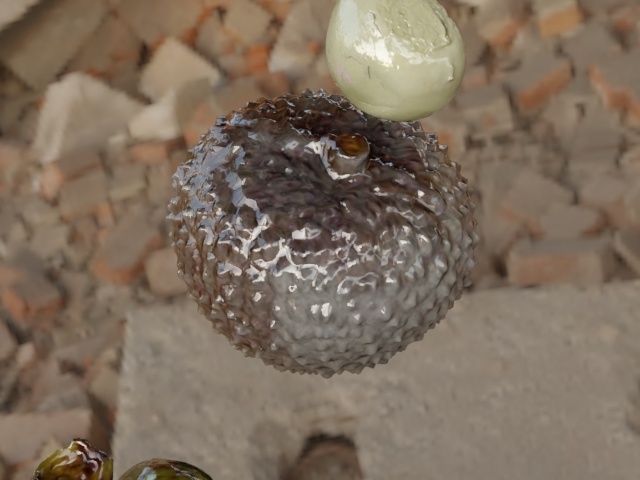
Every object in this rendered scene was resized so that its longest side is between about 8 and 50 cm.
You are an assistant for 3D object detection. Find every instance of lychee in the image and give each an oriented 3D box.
[{"bbox_3d":[0.001,0.002,1.545,0.300,0.300,0.300,-10,28,5],"label":"lychee"}]

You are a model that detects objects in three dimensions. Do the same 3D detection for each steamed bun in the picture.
[{"bbox_3d":[0.054,-0.155,1.371,0.091,0.130,0.112,-38,-5,-26],"label":"steamed bun"}]

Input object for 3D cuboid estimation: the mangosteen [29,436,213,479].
[{"bbox_3d":[-0.081,0.286,1.019,0.313,0.297,0.297,33,46,16],"label":"mangosteen"}]
